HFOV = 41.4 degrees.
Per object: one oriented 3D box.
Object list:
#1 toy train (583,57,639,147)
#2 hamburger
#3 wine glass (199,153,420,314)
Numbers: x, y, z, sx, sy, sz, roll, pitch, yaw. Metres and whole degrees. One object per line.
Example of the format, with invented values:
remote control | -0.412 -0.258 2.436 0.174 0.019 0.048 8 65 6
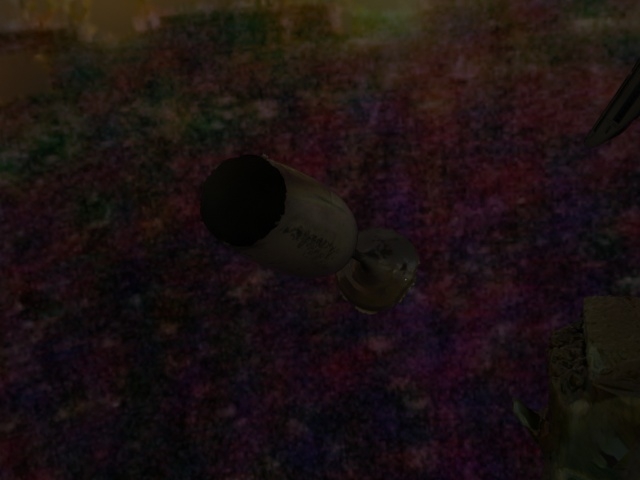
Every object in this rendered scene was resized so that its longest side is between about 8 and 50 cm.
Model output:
toy train | 0.422 -0.183 1.163 0.048 0.252 0.055 39 71 12
hamburger | 0.311 0.159 0.746 0.288 0.168 0.192 -1 26 20
wine glass | 0.000 0.000 0.551 0.074 0.074 0.262 0 -10 21
